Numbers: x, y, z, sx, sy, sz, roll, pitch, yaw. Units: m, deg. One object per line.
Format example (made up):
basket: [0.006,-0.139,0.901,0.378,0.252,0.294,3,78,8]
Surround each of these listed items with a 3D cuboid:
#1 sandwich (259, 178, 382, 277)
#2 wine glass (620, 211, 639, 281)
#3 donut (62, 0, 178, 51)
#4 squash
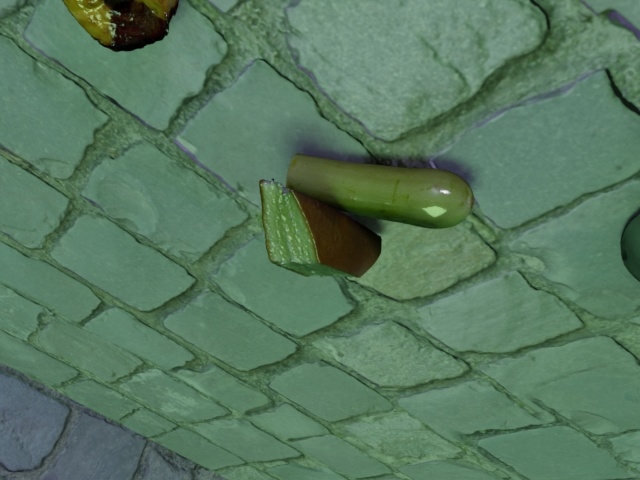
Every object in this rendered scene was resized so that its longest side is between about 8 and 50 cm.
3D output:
sandwich: [0.000,0.000,0.899,0.094,0.096,0.258,5,168,35]
wine glass: [0.479,0.154,0.706,0.267,0.406,0.267,11,144,8]
donut: [-0.229,-0.284,0.746,0.141,0.059,0.140,13,143,10]
squash: [0.080,-0.068,0.871,0.250,0.083,0.083,11,143,16]
